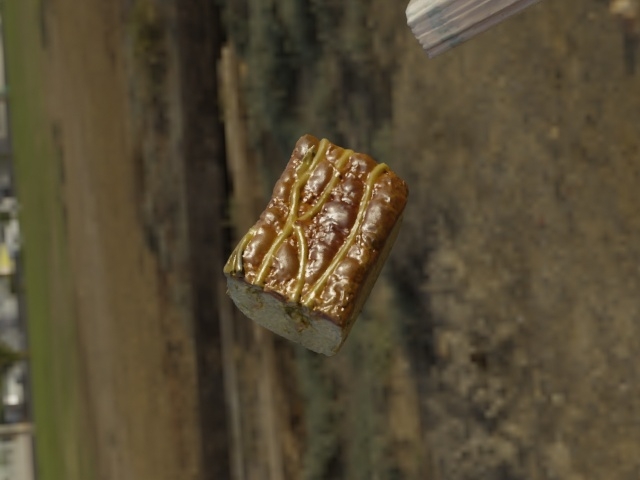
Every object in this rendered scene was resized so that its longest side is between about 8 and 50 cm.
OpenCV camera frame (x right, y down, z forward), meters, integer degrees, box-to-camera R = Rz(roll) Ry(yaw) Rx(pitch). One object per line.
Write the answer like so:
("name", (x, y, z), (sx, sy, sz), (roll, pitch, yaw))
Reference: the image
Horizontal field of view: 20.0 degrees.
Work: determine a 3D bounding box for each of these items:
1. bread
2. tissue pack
("bread", (0.000, 0.000, 2.445), (0.114, 0.185, 0.274), (108, -171, -53))
("tissue pack", (0.237, -0.282, 1.669), (0.071, 0.325, 0.170), (58, -158, -12))
